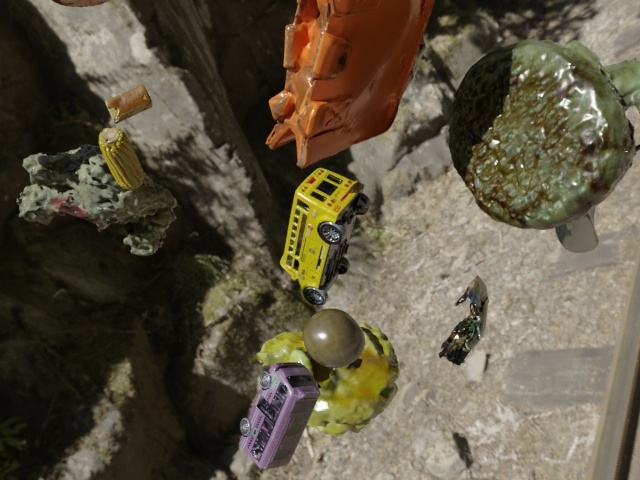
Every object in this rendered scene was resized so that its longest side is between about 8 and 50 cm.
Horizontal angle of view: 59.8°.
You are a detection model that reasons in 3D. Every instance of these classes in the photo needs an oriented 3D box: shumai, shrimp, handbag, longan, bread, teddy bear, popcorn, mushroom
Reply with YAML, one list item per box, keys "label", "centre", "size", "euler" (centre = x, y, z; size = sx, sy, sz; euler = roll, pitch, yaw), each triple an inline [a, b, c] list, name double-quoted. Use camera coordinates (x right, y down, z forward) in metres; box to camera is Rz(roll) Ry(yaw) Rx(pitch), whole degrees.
- label: "shumai"
  centre: [0.492, -0.220, 1.150]
  size: [0.348, 0.395, 0.395]
  euler: [-9, 0, -36]
- label: "shrimp"
  centre: [0.372, 0.188, 1.375]
  size: [0.075, 0.178, 0.289]
  euler: [11, 24, 36]
- label: "handbag"
  centre: [0.064, -0.344, 0.955]
  size: [0.303, 0.116, 0.410]
  euler: [-33, -30, -40]
- label: "longan"
  centre: [0.028, 0.165, 0.959]
  size: [0.106, 0.106, 0.119]
  euler: [-23, 2, 37]
- label: "bread"
  centre: [-0.364, -0.260, 1.061]
  size: [0.083, 0.047, 0.036]
  euler: [-27, 18, -9]
- label: "teddy bear"
  centre: [-0.492, -0.100, 1.261]
  size: [0.367, 0.357, 0.224]
  euler: [7, 77, 67]
- label: "popcorn"
  centre: [0.035, 0.337, 1.385]
  size: [0.335, 0.279, 0.274]
  euler: [-18, 5, -14]
- label: "mushroom"
  centre: [0.739, -0.102, 1.583]
  size: [0.328, 0.122, 0.159]
  euler: [-58, -15, -46]

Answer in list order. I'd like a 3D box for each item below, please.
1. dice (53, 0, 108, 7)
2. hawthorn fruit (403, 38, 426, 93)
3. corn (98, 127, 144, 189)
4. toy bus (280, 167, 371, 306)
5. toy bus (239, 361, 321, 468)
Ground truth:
- label: "dice"
  centre: [-0.503, -0.606, 1.152]
  size: [0.175, 0.174, 0.179]
  euler: [-30, 6, -42]
- label: "hawthorn fruit"
  centre: [0.140, -0.509, 1.476]
  size: [0.210, 0.266, 0.230]
  euler: [-158, 92, -88]
- label: "corn"
  centre: [-0.234, -0.096, 0.655]
  size: [0.037, 0.037, 0.092]
  euler: [-47, -18, -23]
- label: "toy bus"
  centre: [0.000, 0.000, 1.303]
  size: [0.145, 0.151, 0.331]
  euler: [-51, -17, -41]
- label: "toy bus"
  centre: [-0.069, 0.313, 1.001]
  size: [0.098, 0.087, 0.178]
  euler: [34, 106, 45]
